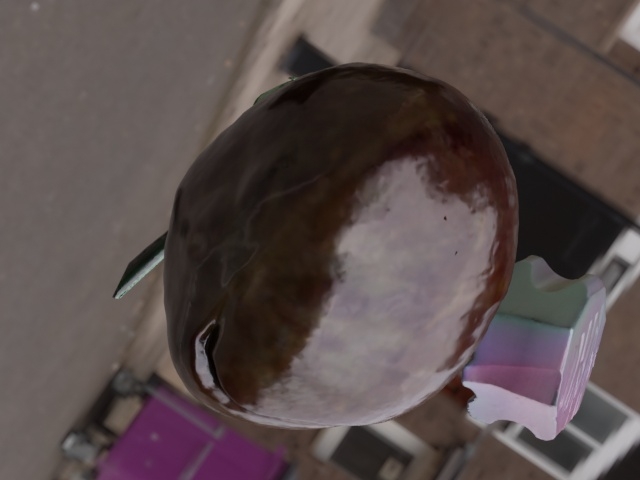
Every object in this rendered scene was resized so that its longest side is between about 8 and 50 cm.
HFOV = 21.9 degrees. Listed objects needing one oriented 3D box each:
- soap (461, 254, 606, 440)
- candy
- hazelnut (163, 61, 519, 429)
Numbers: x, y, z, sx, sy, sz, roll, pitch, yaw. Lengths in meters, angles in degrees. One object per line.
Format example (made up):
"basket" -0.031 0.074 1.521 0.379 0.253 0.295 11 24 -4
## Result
"soap" 0.246 0.122 1.867 0.324 0.109 0.193 -8 113 -72
"candy" -0.091 -0.037 1.484 0.323 0.097 0.097 -38 -173 32
"hazelnut" 0.000 0.000 0.987 0.234 0.218 0.218 -66 174 19
